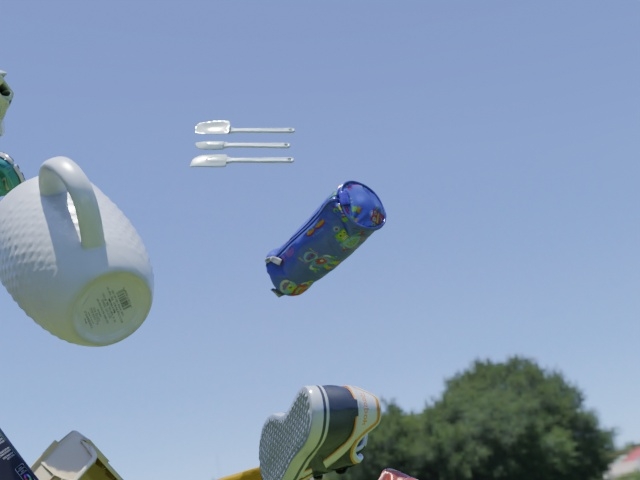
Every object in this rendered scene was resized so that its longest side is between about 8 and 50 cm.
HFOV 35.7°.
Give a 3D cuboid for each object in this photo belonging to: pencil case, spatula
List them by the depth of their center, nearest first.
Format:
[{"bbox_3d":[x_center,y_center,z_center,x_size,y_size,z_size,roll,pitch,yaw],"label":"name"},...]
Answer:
[{"bbox_3d":[0.000,0.000,2.090,0.133,0.119,0.306,15,-42,-36],"label":"pencil case"},{"bbox_3d":[-0.181,-0.230,2.349,0.242,0.168,0.019,-1,-49,2],"label":"spatula"}]

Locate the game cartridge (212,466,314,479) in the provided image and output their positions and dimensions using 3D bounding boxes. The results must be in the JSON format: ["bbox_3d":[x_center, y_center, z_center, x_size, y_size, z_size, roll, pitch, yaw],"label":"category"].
[{"bbox_3d":[-0.144,0.602,1.960,0.324,0.285,0.053,-20,-16,12],"label":"game cartridge"}]

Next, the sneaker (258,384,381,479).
[{"bbox_3d":[-0.005,0.313,1.549,0.127,0.126,0.321,3,-25,-19],"label":"sneaker"}]

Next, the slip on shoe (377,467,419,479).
[{"bbox_3d":[0.053,0.539,1.787,0.331,0.101,0.123,-40,-43,-20],"label":"slip on shoe"}]

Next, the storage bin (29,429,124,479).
[{"bbox_3d":[-0.440,0.522,1.775,0.123,0.260,0.262,18,-33,42],"label":"storage bin"}]

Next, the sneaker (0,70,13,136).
[{"bbox_3d":[-0.565,-0.236,1.730,0.061,0.053,0.152,3,-41,-1],"label":"sneaker"}]

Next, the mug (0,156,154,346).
[{"bbox_3d":[-0.477,0.014,1.940,0.276,0.328,0.374,-18,-54,-28],"label":"mug"}]

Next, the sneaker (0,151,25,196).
[{"bbox_3d":[-0.759,-0.118,2.216,0.275,0.107,0.110,-15,24,39],"label":"sneaker"}]

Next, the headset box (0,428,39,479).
[{"bbox_3d":[-0.549,0.344,1.412,0.131,0.283,0.246,-36,-1,11],"label":"headset box"}]
